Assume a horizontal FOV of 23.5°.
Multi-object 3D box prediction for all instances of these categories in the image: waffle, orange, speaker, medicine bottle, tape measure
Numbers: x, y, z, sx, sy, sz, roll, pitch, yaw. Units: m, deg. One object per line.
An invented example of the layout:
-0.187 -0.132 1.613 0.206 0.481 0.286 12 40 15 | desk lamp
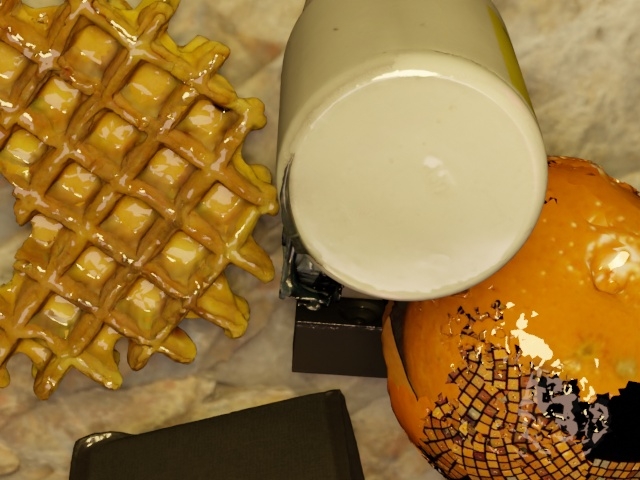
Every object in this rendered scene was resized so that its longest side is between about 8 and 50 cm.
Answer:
-0.156 -0.041 1.024 0.260 0.069 0.292 -13 114 4 | waffle
0.150 0.058 0.978 0.235 0.234 0.182 14 142 -7 | orange
0.076 0.073 1.093 0.191 0.040 0.046 4 118 -2 | speaker
0.046 -0.083 0.892 0.143 0.258 0.143 -1 117 -1 | medicine bottle
0.000 -0.002 1.027 0.054 0.091 0.094 10 84 -2 | tape measure

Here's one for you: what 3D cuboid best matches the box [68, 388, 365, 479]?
-0.040 0.326 1.100 0.205 0.251 0.345 -13 117 2 | box
